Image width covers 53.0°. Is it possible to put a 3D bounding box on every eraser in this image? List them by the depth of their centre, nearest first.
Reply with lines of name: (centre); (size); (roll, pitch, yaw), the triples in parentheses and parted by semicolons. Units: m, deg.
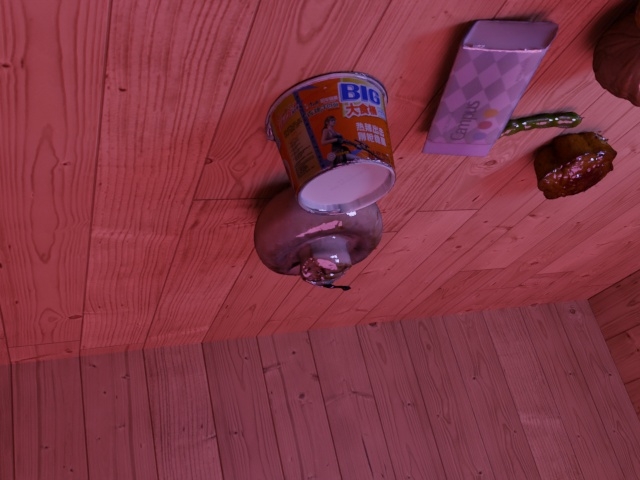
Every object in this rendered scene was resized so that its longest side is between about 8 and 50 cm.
eraser: (0.373, -0.332, 1.476); (0.213, 0.082, 0.397); (2, 154, -3)

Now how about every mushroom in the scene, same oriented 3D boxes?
mushroom: (0.000, 0.000, 1.757); (0.362, 0.294, 0.362); (-10, 156, -5)

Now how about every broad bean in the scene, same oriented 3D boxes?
broad bean: (0.576, -0.308, 1.707); (0.256, 0.052, 0.052); (-11, -166, -6)

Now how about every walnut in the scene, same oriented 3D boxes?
walnut: (0.714, -0.399, 1.403); (0.228, 0.228, 0.228); (-12, 156, -5)

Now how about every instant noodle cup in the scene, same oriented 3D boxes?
instant noodle cup: (0.039, -0.202, 1.440); (0.296, 0.214, 0.296); (-12, 155, -5)

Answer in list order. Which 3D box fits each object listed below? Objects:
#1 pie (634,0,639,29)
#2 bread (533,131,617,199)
pie: (0.687, -0.510, 1.188); (0.273, 0.069, 0.273); (-40, 156, -22)
bread: (0.754, -0.219, 1.893); (0.232, 0.135, 0.247); (-31, 151, 32)
